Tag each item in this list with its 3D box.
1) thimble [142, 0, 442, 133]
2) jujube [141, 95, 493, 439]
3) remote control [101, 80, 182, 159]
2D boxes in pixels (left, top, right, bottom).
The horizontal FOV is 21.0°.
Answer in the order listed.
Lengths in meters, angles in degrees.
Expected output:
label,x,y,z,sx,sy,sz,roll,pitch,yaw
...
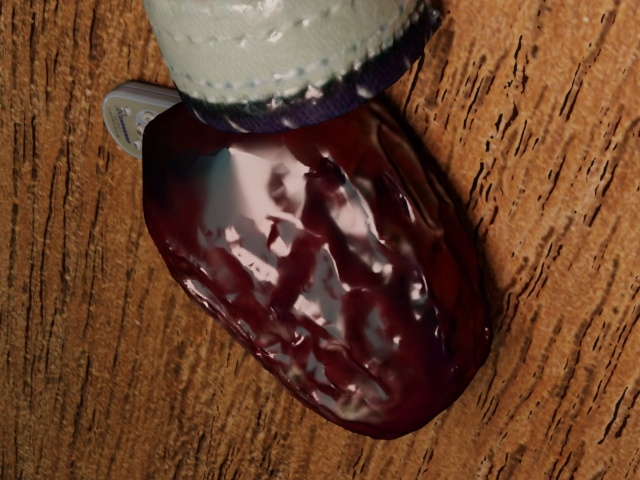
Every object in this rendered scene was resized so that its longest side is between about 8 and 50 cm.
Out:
label,x,y,z,sx,sy,sz,roll,pitch,yaw
thimble,-0.024,-0.200,1.442,0.237,0.237,0.150,15,136,38
jujube,0.000,0.000,1.593,0.376,0.258,0.258,49,146,-15
remote control,-0.131,-0.112,1.780,0.244,0.047,0.087,16,130,39
